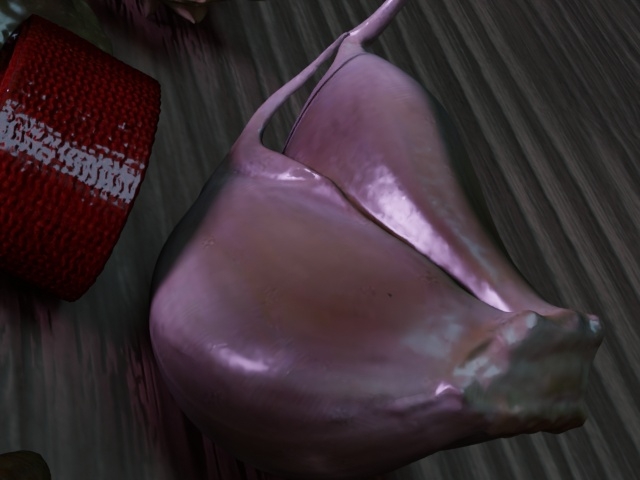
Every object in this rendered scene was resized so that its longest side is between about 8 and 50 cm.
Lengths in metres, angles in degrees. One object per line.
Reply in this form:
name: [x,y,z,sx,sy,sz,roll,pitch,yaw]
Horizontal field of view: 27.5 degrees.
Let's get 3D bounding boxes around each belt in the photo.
belt: [-0.183,-0.061,0.843,0.124,0.128,0.201,27,32,-19]

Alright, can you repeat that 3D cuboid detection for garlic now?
garlic: [0.000,0.000,0.846,0.231,0.246,0.340,2,59,-30]

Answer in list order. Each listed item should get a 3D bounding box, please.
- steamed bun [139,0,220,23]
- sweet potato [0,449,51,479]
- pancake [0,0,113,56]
steamed bun: [-0.163,-0.295,1.200,0.295,0.137,0.292,5,41,-52]
sweet potato: [-0.196,0.155,0.594,0.078,0.058,0.255,29,28,22]
pancake: [-0.270,-0.190,1.014,0.242,0.050,0.242,26,31,-17]
